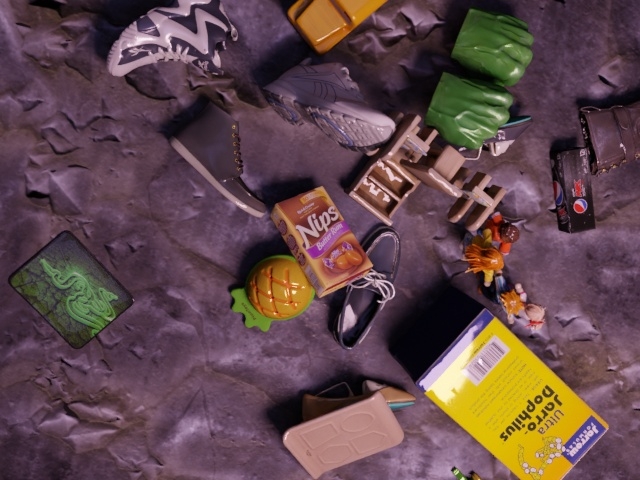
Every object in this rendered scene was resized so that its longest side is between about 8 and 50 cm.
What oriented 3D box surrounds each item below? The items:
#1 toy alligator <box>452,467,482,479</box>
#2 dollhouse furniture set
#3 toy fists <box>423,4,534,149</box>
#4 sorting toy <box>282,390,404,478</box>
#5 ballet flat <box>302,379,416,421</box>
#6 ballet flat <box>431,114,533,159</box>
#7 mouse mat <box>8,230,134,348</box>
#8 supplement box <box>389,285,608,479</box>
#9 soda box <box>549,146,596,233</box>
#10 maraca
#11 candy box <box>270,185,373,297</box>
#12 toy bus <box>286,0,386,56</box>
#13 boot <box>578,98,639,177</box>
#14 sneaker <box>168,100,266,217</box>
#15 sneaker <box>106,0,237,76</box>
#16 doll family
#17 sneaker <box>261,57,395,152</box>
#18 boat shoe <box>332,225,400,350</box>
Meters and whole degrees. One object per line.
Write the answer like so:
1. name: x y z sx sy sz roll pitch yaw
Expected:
1. toy alligator: 0.350 0.558 1.474 0.056 0.051 0.189 -42 102 0
2. dollhouse furniture set: 0.161 -0.103 1.243 0.212 0.242 0.161 36 92 -19
3. toy fists: 0.301 -0.299 1.288 0.142 0.096 0.279 22 76 8
4. sorting toy: 0.048 0.381 1.366 0.208 0.038 0.193 -25 134 3
5. ballet flat: 0.075 0.316 1.389 0.232 0.080 0.073 -9 70 -9
6. ballet flat: 0.315 -0.195 1.348 0.203 0.074 0.074 -11 100 -5
7. mouse mat: -0.469 0.095 1.307 0.153 0.007 0.189 -41 103 -1
8. supplement box: 0.343 0.291 1.360 0.356 0.194 0.195 43 90 -12
9. soda box: 0.509 -0.102 1.396 0.060 0.053 0.168 -11 99 -6
10. maraca: -0.091 0.101 1.320 0.186 0.099 0.127 -37 93 24
11. candy box: 0.000 0.000 1.282 0.109 0.053 0.186 -24 72 -28
12. toy bus: 0.097 -0.477 1.238 0.333 0.130 0.108 -40 102 -1
13. boot: 0.652 -0.182 1.399 0.229 0.091 0.262 -23 97 1
14. sneaker: -0.161 -0.148 1.275 0.222 0.083 0.118 43 90 -11
15. sneaker: -0.250 -0.334 1.227 0.235 0.094 0.153 -41 94 -11
16. doll family: 0.341 0.073 1.342 0.118 0.163 0.262 -23 101 -4
17. sneaker: 0.021 -0.250 1.202 0.129 0.297 0.111 -50 141 -9
18. boat shoe: 0.092 0.094 1.351 0.095 0.079 0.254 27 93 -6
